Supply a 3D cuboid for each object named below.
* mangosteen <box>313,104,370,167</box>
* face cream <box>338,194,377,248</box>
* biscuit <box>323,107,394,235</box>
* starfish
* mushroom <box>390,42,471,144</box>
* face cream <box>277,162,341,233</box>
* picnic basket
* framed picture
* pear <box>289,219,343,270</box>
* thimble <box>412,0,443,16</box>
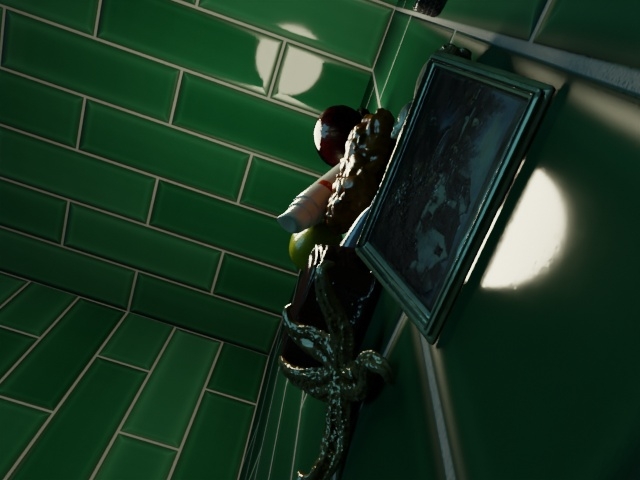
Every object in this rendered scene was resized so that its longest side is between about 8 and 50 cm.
[{"bbox_3d":[0.088,-0.340,1.858,0.216,0.216,0.216,-162,90,-86],"label":"mangosteen"},{"bbox_3d":[0.051,0.070,1.238,0.385,0.086,0.135,-66,-7,14],"label":"face cream"},{"bbox_3d":[0.099,-0.178,1.491,0.318,0.111,0.312,119,169,-74],"label":"biscuit"},{"bbox_3d":[0.011,0.212,0.883,0.375,0.094,0.327,140,132,-57],"label":"starfish"},{"bbox_3d":[0.167,-0.184,0.807,0.099,0.096,0.278,-18,47,46],"label":"mushroom"},{"bbox_3d":[0.008,-0.131,1.677,0.345,0.102,0.102,-45,-15,-41],"label":"face cream"},{"bbox_3d":[0.010,0.148,1.100,0.222,0.129,0.296,-89,17,-71],"label":"picnic basket"},{"bbox_3d":[0.128,-0.063,0.659,0.232,0.019,0.296,54,129,58],"label":"framed picture"},{"bbox_3d":[0.000,0.000,1.694,0.216,0.166,0.180,-57,0,28],"label":"pear"},{"bbox_3d":[0.273,-0.604,1.370,0.095,0.066,0.104,-75,5,-66],"label":"thimble"}]
